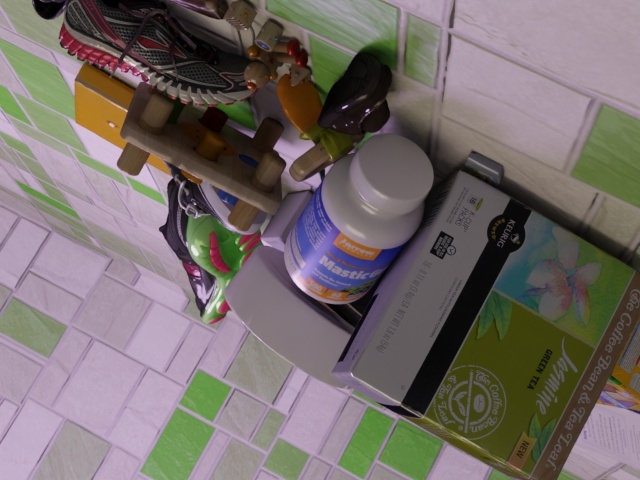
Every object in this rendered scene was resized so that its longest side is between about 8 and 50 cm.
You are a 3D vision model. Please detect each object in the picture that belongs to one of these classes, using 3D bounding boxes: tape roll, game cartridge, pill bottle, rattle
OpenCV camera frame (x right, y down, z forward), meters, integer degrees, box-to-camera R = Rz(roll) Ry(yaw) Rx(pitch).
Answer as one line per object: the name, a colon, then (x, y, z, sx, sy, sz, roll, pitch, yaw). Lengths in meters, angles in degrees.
tape roll: (-0.025, 0.131, 2.087, 0.286, 0.100, 0.286, 36, -171, -7)
game cartridge: (-0.313, -0.200, 2.270, 0.324, 0.052, 0.285, 28, 166, -5)
game cartridge: (0.224, -0.093, 1.653, 0.056, 0.017, 0.083, 24, 165, 6)
pill bottle: (0.058, -0.032, 1.726, 0.152, 0.152, 0.272, 30, 144, -3)
rattle: (-0.012, -0.160, 1.775, 0.143, 0.130, 0.200, 39, -168, 3)

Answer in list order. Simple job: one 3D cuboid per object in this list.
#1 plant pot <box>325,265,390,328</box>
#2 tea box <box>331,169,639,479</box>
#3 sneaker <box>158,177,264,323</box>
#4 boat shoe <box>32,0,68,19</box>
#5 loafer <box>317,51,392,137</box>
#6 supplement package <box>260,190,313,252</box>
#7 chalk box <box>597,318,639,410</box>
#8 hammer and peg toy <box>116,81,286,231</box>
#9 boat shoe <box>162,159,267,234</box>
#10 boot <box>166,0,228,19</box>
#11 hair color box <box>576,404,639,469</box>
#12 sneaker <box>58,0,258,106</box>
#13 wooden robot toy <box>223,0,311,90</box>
plant pot: (0.080, 0.045, 1.947, 0.167, 0.187, 0.188, 53, 174, 21)
tea box: (0.239, 0.129, 1.719, 0.323, 0.329, 0.220, 29, 171, -4)
sneaker: (-0.207, 0.008, 2.382, 0.202, 0.185, 0.483, 53, 162, 22)
boat shoe: (-0.386, -0.375, 1.734, 0.080, 0.076, 0.228, 33, 166, -13)
loafer: (0.060, -0.184, 1.558, 0.078, 0.080, 0.220, 22, 172, -10)
supplement package: (0.000, 0.000, 2.222, 0.179, 0.105, 0.105, 35, 166, -19)
chalk box: (0.453, 0.180, 1.912, 0.132, 0.132, 0.213, 36, 163, -25)
hammer and peg toy: (-0.170, -0.163, 1.862, 0.266, 0.127, 0.361, 27, -162, -12)
boat shoe: (-0.192, -0.090, 2.023, 0.113, 0.105, 0.306, 6, -146, -44)
boot: (-0.180, -0.329, 1.575, 0.114, 0.037, 0.106, 28, 179, 20)
hair color box: (0.480, 0.285, 2.195, 0.339, 0.110, 0.185, 18, 145, 34)
sneaker: (-0.221, -0.278, 1.701, 0.299, 0.112, 0.121, 20, -151, -4)
wooden robot toy: (-0.073, -0.237, 1.599, 0.076, 0.079, 0.173, 19, 163, 37)
